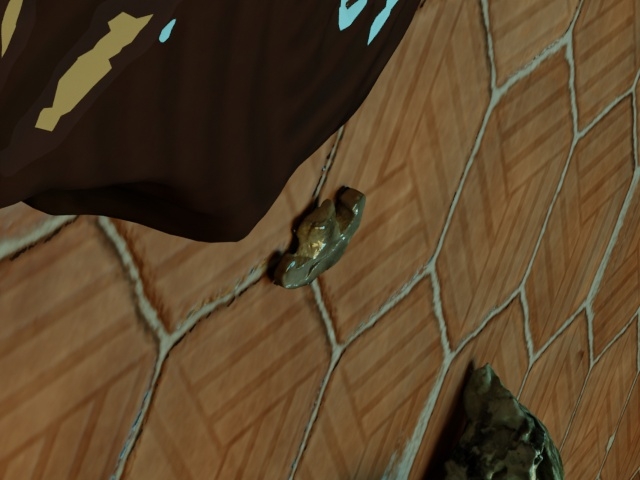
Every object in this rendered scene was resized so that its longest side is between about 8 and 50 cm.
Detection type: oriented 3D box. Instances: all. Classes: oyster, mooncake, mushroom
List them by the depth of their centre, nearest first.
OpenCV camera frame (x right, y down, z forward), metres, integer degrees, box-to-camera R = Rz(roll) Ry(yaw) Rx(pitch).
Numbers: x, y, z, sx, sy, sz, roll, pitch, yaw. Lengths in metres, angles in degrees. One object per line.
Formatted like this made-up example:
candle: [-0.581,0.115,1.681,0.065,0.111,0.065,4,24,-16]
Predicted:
mooncake: [-0.076,-0.127,0.594,0.334,0.174,0.326,-56,157,-28]
mushroom: [0.000,0.000,1.056,0.101,0.019,0.049,-47,149,-41]
oyster: [0.141,0.284,1.485,0.158,0.162,0.351,6,99,-22]
